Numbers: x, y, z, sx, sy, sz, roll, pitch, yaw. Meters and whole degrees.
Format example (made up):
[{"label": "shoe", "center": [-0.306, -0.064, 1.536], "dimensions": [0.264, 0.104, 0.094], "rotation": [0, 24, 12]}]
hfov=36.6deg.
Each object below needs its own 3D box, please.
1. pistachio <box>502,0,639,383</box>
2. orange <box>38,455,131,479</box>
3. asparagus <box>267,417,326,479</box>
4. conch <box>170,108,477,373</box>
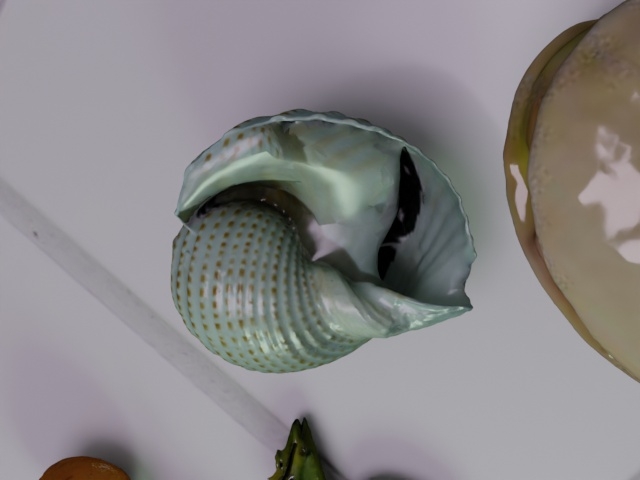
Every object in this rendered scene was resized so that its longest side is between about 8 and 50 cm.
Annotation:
[{"label": "pistachio", "center": [0.373, -0.031, 0.833], "dimensions": [0.445, 0.281, 0.365], "rotation": [41, 92, -3]}, {"label": "orange", "center": [-0.330, 0.396, 1.350], "dimensions": [0.161, 0.193, 0.193], "rotation": [12, 118, -19]}, {"label": "asparagus", "center": [-0.008, 0.422, 1.224], "dimensions": [0.129, 0.108, 0.381], "rotation": [-21, 85, 21]}, {"label": "conch", "center": [-0.004, -0.006, 1.051], "dimensions": [0.319, 0.215, 0.302], "rotation": [2, 112, -3]}]
